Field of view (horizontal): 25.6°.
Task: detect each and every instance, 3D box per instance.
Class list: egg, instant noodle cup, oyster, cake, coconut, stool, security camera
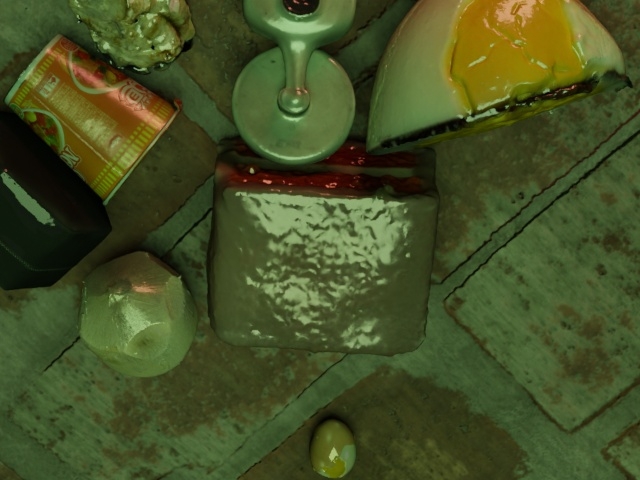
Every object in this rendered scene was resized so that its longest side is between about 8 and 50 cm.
[{"bbox_3d":[0.202,-0.232,1.745,0.337,0.337,0.201,-13,88,2],"label":"egg"},{"bbox_3d":[-0.298,-0.166,1.808,0.185,0.168,0.168,38,105,-9],"label":"instant noodle cup"},{"bbox_3d":[-0.255,-0.289,1.795,0.191,0.081,0.163,8,116,-2],"label":"oyster"},{"bbox_3d":[0.000,0.000,1.843,0.308,0.237,0.230,1,111,-1],"label":"cake"},{"bbox_3d":[-0.249,0.096,1.898,0.161,0.161,0.162,-13,145,2],"label":"coconut"},{"bbox_3d":[0.019,0.302,2.051,0.071,0.071,0.083,4,111,-5],"label":"egg"},{"bbox_3d":[-0.390,-0.050,1.811,0.141,0.232,0.232,-42,108,15],"label":"stool"},{"bbox_3d":[-0.029,-0.245,1.760,0.157,0.080,0.302,3,84,-4],"label":"security camera"}]
